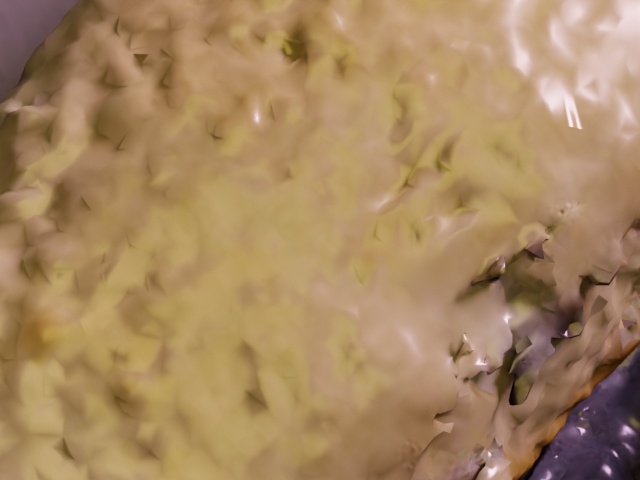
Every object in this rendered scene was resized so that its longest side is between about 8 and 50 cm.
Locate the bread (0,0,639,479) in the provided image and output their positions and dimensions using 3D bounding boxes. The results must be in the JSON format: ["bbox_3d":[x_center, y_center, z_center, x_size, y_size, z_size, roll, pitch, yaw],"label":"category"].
[{"bbox_3d":[0.000,0.000,0.589,0.236,0.165,0.375,43,77,1],"label":"bread"}]

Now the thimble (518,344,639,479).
[{"bbox_3d":[0.188,0.097,0.603,0.172,0.205,0.236,43,52,-8],"label":"thimble"}]
